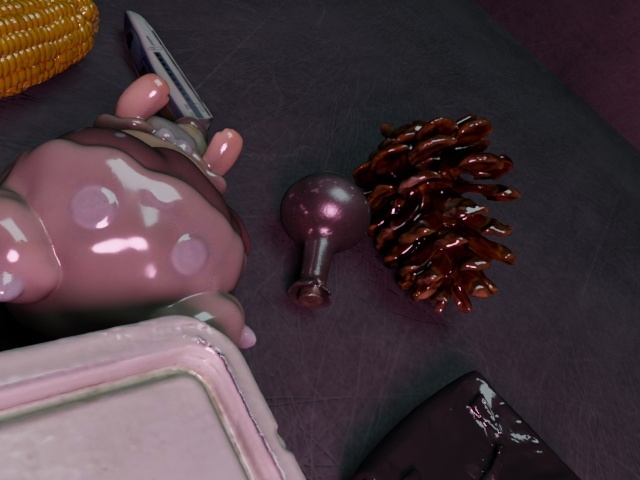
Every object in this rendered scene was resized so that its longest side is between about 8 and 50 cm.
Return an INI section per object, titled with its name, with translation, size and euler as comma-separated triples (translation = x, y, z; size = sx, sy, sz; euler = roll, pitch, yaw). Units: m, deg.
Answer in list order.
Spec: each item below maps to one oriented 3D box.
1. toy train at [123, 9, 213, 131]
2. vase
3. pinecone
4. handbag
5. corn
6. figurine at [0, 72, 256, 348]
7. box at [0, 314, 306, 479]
[toy train]
translation = -0.237, -0.242, 0.887
size = 0.048, 0.055, 0.252
euler = -17, 63, -40
[vase]
translation = 0.000, 0.000, 0.794
size = 0.120, 0.120, 0.183
euler = 25, 51, -20
[pinecone]
translation = 0.169, -0.048, 0.889
size = 0.244, 0.244, 0.309
euler = -5, 70, -45
[handbag]
translation = 0.172, 0.282, 0.658
size = 0.244, 0.088, 0.275
euler = 48, 39, 15
[corn]
translation = -0.362, -0.221, 0.698
size = 0.119, 0.119, 0.322
euler = 36, 31, -5
[figurine]
translation = -0.182, -0.033, 0.602
size = 0.248, 0.203, 0.380
euler = 31, 24, -23
[box]
translation = -0.182, 0.182, 0.359
size = 0.312, 0.182, 0.175
euler = -7, 57, -46
